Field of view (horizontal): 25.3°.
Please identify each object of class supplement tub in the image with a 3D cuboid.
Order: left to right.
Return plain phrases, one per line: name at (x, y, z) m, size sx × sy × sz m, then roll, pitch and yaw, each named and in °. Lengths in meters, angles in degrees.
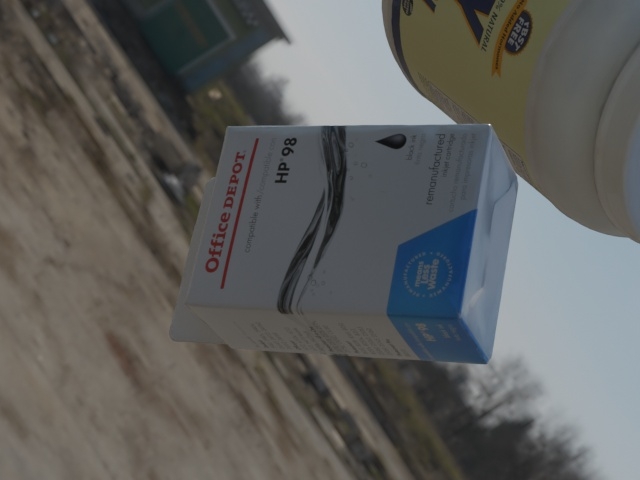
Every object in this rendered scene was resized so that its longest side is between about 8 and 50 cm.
supplement tub at (0.215, -0.147, 1.075) m, size 0.325 × 0.235 × 0.235 m, roll 48°, pitch -7°, yaw 50°

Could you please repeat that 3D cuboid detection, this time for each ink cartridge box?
ink cartridge box at (0.000, 0.000, 0.717) m, size 0.060 × 0.180 × 0.104 m, roll 50°, pitch 46°, yaw -57°
